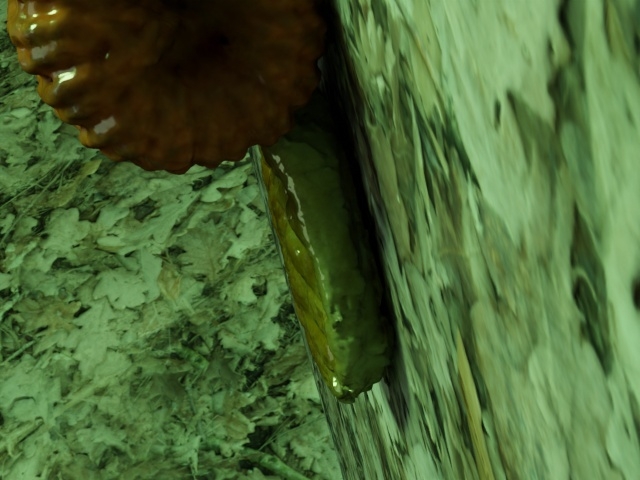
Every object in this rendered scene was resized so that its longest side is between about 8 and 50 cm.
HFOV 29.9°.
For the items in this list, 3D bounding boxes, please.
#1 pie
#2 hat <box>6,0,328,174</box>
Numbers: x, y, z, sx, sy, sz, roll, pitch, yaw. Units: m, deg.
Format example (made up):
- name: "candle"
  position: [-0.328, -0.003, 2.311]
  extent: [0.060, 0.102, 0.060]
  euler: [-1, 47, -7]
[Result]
- name: "pie"
  position: [0.000, 0.000, 1.197]
  extent: [0.339, 0.083, 0.339]
  euler: [164, 90, -85]
- name: "hat"
  position: [-0.176, -0.215, 1.091]
  extent: [0.400, 0.285, 0.285]
  euler: [21, 127, 64]
